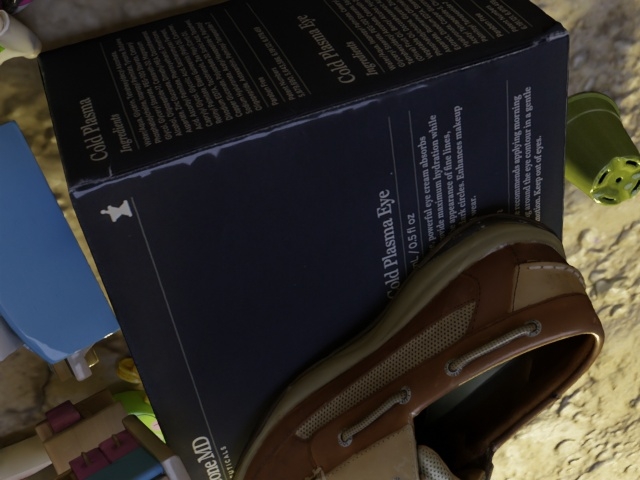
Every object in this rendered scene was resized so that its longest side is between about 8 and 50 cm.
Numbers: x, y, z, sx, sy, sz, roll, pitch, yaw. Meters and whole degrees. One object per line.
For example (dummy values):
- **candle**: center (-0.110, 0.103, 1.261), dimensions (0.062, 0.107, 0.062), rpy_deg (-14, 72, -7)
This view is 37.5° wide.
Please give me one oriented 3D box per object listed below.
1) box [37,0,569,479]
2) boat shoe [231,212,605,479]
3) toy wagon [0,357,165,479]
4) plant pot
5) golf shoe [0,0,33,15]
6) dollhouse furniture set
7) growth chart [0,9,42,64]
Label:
- **box**: center (0.000, 0.000, 0.704), dimensions (0.312, 0.179, 0.343), rpy_deg (-19, 131, -11)
- **boat shoe**: center (0.055, 0.129, 0.628), dimensions (0.122, 0.120, 0.324), rpy_deg (24, 113, -36)
- **toy wagon**: center (-0.226, 0.258, 0.913), dimensions (0.267, 0.068, 0.344), rpy_deg (16, 120, -29)
- **plant pot**: center (0.236, -0.071, 0.804), dimensions (0.083, 0.079, 0.083), rpy_deg (-9, 129, -11)
- **golf shoe**: center (-0.168, -0.189, 0.560), dimensions (0.186, 0.086, 0.067), rpy_deg (-26, 103, 44)
- **dollhouse furniture set**: center (-0.257, 0.082, 0.651), dimensions (0.198, 0.286, 0.303), rpy_deg (-27, 101, -20)
- **growth chart**: center (-0.276, -0.074, 0.585), dimensions (0.237, 0.172, 0.021), rpy_deg (-32, 100, 5)
